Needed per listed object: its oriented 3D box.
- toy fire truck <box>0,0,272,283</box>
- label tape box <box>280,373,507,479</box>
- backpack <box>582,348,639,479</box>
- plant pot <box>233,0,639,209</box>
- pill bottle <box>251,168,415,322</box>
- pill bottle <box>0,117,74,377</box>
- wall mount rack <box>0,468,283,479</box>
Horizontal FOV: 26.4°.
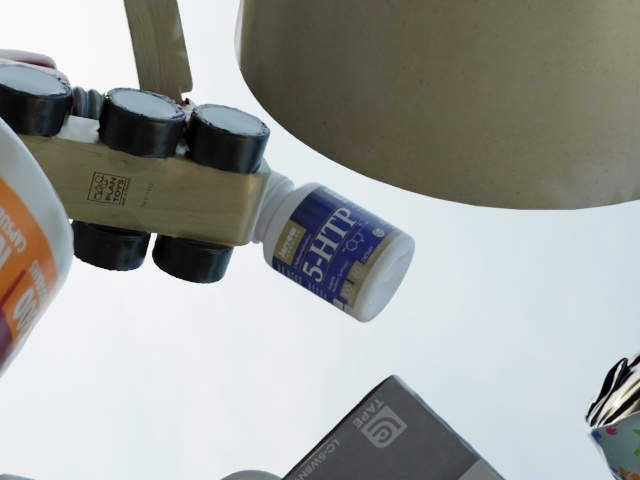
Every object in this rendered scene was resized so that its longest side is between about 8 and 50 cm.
[{"bbox_3d":[-0.160,-0.103,1.005,0.246,0.217,0.158,-120,-136,-59],"label":"toy fire truck"},{"bbox_3d":[0.146,0.252,0.752,0.106,0.240,0.334,-43,-134,-5],"label":"label tape box"},{"bbox_3d":[0.351,0.138,1.128,0.254,0.225,0.191,-27,-90,10],"label":"backpack"},{"bbox_3d":[0.093,-0.199,0.585,0.256,0.257,0.274,45,-35,39],"label":"plant pot"},{"bbox_3d":[0.000,0.000,1.515,0.187,0.112,0.112,30,-59,17],"label":"pill bottle"},{"bbox_3d":[-0.304,0.097,0.632,0.224,0.392,0.224,20,-33,14],"label":"pill bottle"},{"bbox_3d":[-0.160,0.347,1.192,0.304,0.130,0.350,26,-76,13],"label":"wall mount rack"}]
